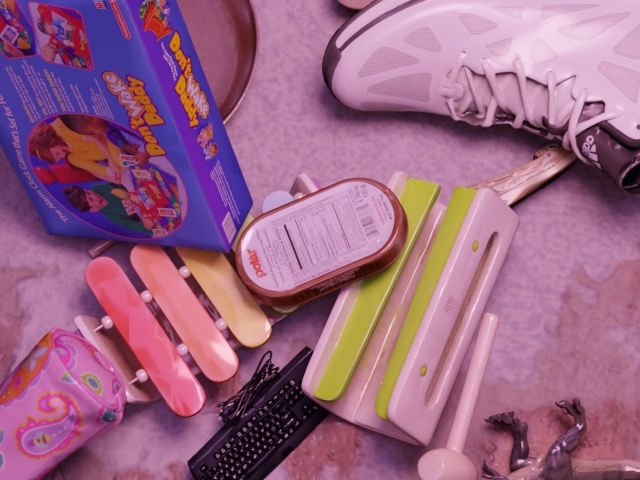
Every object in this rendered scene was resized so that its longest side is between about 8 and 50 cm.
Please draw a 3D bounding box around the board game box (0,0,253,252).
[{"bbox_3d":[-0.231,-0.142,1.453,0.233,0.347,0.078,5,48,23],"label":"board game box"}]

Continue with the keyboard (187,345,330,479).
[{"bbox_3d":[-0.063,0.198,1.535,0.192,0.038,0.100,-45,100,-12],"label":"keyboard"}]

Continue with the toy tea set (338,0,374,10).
[{"bbox_3d":[0.174,-0.346,1.657,0.336,0.124,0.200,-32,76,-8],"label":"toy tea set"}]

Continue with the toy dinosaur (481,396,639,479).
[{"bbox_3d":[0.245,0.236,1.528,0.268,0.064,0.118,-12,81,-5],"label":"toy dinosaur"}]

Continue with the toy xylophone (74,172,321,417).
[{"bbox_3d":[-0.131,0.037,1.573,0.322,0.081,0.236,-41,77,-11],"label":"toy xylophone"}]

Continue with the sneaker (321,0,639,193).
[{"bbox_3d":[0.236,-0.169,1.545,0.447,0.169,0.257,-11,54,-2],"label":"sneaker"}]

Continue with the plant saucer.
[{"bbox_3d":[-0.226,-0.226,1.666,0.310,0.050,0.311,0,75,0],"label":"plant saucer"}]

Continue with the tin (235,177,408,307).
[{"bbox_3d":[0.000,0.000,1.504,0.189,0.040,0.106,-23,61,3],"label":"tin"}]

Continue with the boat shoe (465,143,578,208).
[{"bbox_3d":[0.238,-0.080,1.619,0.153,0.056,0.048,-34,81,-1],"label":"boat shoe"}]

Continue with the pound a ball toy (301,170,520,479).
[{"bbox_3d":[0.129,0.105,1.509,0.208,0.136,0.319,13,74,36],"label":"pound a ball toy"}]

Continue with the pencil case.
[{"bbox_3d":[-0.329,0.221,1.464,0.284,0.124,0.124,-44,78,8],"label":"pencil case"}]
